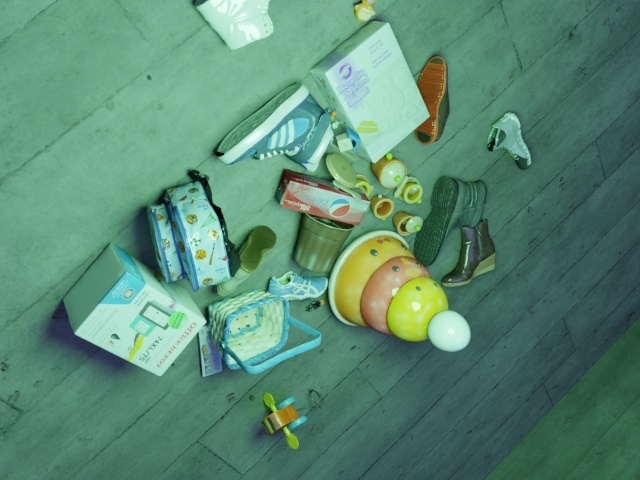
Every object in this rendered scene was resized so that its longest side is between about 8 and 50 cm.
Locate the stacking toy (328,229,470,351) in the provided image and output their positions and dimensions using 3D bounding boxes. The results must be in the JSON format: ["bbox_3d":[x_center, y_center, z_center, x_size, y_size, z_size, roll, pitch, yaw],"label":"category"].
[{"bbox_3d":[0.284,0.198,1.813,0.351,0.480,0.350,-17,120,-31],"label":"stacking toy"}]

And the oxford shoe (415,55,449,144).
[{"bbox_3d":[0.362,-0.444,1.838,0.098,0.097,0.271,-23,128,-45],"label":"oxford shoe"}]

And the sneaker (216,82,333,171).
[{"bbox_3d":[-0.101,-0.252,1.602,0.323,0.130,0.236,-44,123,-14],"label":"sneaker"}]

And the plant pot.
[{"bbox_3d":[0.000,0.000,1.767,0.167,0.167,0.165,7,114,-33],"label":"plant pot"}]

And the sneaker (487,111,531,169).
[{"bbox_3d":[0.658,-0.330,2.070,0.132,0.086,0.228,-32,114,-10],"label":"sneaker"}]

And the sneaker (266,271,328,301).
[{"bbox_3d":[-0.068,0.141,1.831,0.211,0.080,0.081,-11,119,-29],"label":"sneaker"}]

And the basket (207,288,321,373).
[{"bbox_3d":[-0.173,0.268,1.684,0.255,0.289,0.200,-15,115,-36],"label":"basket"}]

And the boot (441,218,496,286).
[{"bbox_3d":[0.542,0.046,2.178,0.249,0.090,0.206,-21,107,-17],"label":"boot"}]

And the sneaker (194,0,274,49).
[{"bbox_3d":[-0.149,-0.605,1.439,0.293,0.108,0.169,-39,128,1],"label":"sneaker"}]

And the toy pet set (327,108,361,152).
[{"bbox_3d":[0.073,-0.313,1.676,0.065,0.114,0.122,-17,130,4],"label":"toy pet set"}]

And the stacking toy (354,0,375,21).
[{"bbox_3d":[0.164,-0.735,1.556,0.175,0.165,0.301,4,124,-34],"label":"stacking toy"}]

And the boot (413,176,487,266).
[{"bbox_3d":[0.475,-0.056,2.058,0.223,0.118,0.338,5,113,-38],"label":"boot"}]

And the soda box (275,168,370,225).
[{"bbox_3d":[0.007,-0.126,1.713,0.264,0.083,0.092,12,119,-23],"label":"soda box"}]

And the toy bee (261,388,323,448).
[{"bbox_3d":[-0.118,0.616,1.967,0.162,0.195,0.298,-40,142,20],"label":"toy bee"}]

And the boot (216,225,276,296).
[{"bbox_3d":[-0.218,0.059,1.694,0.077,0.213,0.165,38,128,-9],"label":"boot"}]

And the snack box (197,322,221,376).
[{"bbox_3d":[-0.341,0.334,1.787,0.064,0.022,0.178,-13,117,-28],"label":"snack box"}]

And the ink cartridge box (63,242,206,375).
[{"bbox_3d":[-0.484,0.182,1.522,0.198,0.197,0.270,-51,128,-2],"label":"ink cartridge box"}]

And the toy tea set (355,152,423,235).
[{"bbox_3d":[0.242,-0.133,1.854,0.336,0.124,0.200,33,102,-37],"label":"toy tea set"}]

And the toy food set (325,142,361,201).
[{"bbox_3d":[0.060,-0.200,1.717,0.132,0.192,0.039,28,131,-33],"label":"toy food set"}]

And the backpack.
[{"bbox_3d":[-0.325,-0.003,1.495,0.213,0.263,0.276,-24,123,-19],"label":"backpack"}]

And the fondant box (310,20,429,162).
[{"bbox_3d":[0.152,-0.429,1.700,0.238,0.096,0.330,-41,125,-9],"label":"fondant box"}]

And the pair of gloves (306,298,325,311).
[{"bbox_3d":[-0.023,0.195,1.927,0.074,0.010,0.083,-26,125,-21],"label":"pair of gloves"}]
